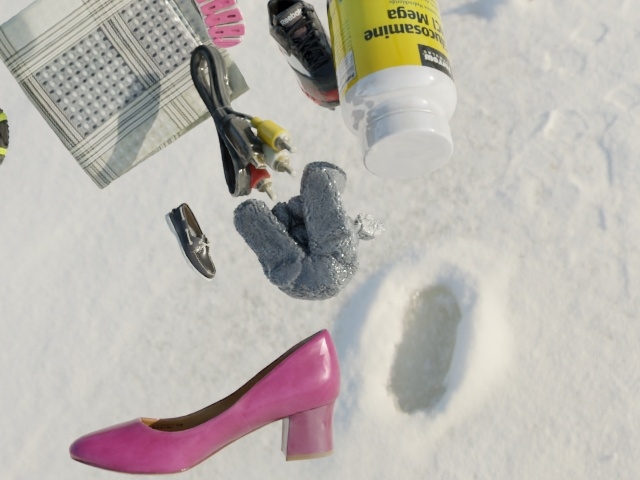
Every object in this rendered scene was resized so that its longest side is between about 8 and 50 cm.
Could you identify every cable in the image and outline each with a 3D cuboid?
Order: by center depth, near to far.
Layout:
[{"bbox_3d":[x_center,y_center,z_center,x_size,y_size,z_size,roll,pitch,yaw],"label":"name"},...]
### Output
[{"bbox_3d":[-0.129,-0.178,1.419,0.072,0.140,0.287,-2,46,-35],"label":"cable"}]

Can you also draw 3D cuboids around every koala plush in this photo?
[{"bbox_3d":[0.000,0.000,1.517,0.196,0.221,0.203,-28,82,15],"label":"koala plush"}]

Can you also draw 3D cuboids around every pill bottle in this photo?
[{"bbox_3d":[0.117,-0.276,1.481,0.187,0.188,0.334,-11,63,7],"label":"pill bottle"}]

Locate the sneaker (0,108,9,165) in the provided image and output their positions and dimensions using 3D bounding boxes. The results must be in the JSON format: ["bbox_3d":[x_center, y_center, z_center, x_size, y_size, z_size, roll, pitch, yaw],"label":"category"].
[{"bbox_3d":[-0.561,-0.210,1.145,0.147,0.385,0.145,-2,51,24],"label":"sneaker"}]

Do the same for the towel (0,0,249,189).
[{"bbox_3d":[-0.318,-0.293,1.493,0.324,0.312,0.056,-37,15,-12],"label":"towel"}]

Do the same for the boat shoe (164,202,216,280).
[{"bbox_3d":[-0.183,0.001,1.337,0.038,0.046,0.125,-38,67,16],"label":"boat shoe"}]

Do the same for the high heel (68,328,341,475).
[{"bbox_3d":[-0.157,0.219,1.274,0.377,0.182,0.127,-2,4,-19],"label":"high heel"}]

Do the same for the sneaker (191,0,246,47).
[{"bbox_3d":[-0.134,-0.313,1.081,0.063,0.170,0.075,-22,47,-6],"label":"sneaker"}]

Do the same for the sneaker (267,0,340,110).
[{"bbox_3d":[-0.025,-0.352,1.667,0.097,0.135,0.276,-31,57,4],"label":"sneaker"}]
